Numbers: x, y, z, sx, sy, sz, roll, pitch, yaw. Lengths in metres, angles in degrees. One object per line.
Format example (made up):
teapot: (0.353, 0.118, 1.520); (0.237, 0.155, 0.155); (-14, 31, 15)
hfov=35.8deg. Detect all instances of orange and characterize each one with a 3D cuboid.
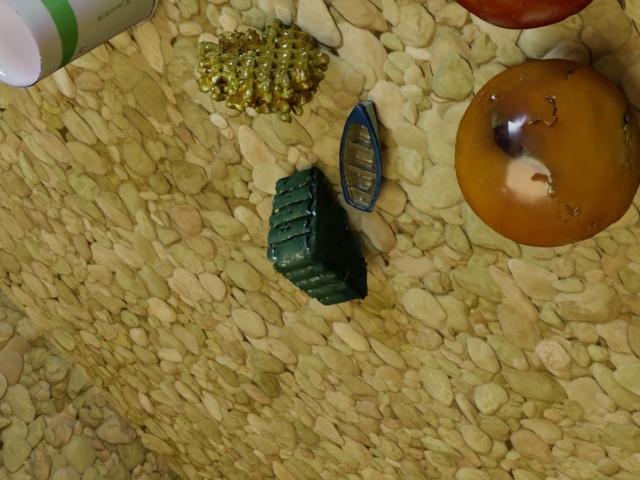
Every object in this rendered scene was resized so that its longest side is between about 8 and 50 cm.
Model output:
orange: (0.295, -0.112, 1.283); (0.246, 0.246, 0.246); (24, 141, 21)

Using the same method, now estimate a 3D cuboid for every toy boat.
toy boat: (0.070, -0.141, 1.619); (0.080, 0.046, 0.229); (23, 141, 23)

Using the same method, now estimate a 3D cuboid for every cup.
cup: (-0.436, -0.394, 1.600); (0.253, 0.274, 0.253); (24, 141, 21)

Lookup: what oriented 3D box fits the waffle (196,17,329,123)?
waffle: (-0.090, -0.266, 1.500); (0.197, 0.193, 0.070); (25, 138, 17)

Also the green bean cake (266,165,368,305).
green bean cake: (0.000, 0.000, 1.758); (0.107, 0.194, 0.208); (-21, 139, 28)

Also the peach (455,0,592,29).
peach: (0.230, -0.359, 1.114); (0.243, 0.199, 0.244); (15, 130, 19)
